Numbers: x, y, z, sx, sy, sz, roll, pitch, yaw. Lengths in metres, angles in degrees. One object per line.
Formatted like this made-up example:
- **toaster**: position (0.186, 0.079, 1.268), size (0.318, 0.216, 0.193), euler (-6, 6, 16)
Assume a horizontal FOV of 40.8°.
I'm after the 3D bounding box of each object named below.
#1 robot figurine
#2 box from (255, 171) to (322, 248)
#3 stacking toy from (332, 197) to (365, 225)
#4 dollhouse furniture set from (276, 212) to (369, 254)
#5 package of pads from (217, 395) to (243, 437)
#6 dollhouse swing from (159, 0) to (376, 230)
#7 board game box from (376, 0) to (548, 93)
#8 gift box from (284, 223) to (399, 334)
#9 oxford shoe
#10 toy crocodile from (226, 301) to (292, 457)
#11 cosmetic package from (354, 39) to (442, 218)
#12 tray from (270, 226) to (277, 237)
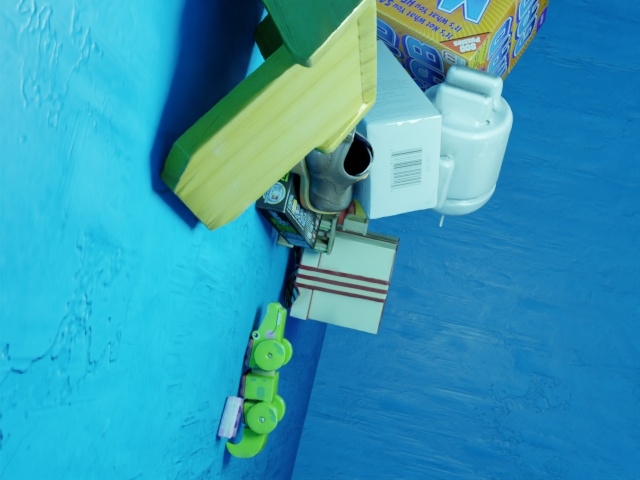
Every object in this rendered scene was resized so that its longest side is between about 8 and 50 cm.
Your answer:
- **robot figurine**: position (0.291, -0.195, 1.839), size (0.300, 0.199, 0.354), euler (-54, 159, -40)
- **box**: position (-0.040, -0.121, 1.687), size (0.270, 0.060, 0.216), euler (55, 49, -70)
- **stacking toy**: position (0.000, 0.000, 2.517), size (0.279, 0.130, 0.309), euler (-142, -115, -68)
- **dollhouse furniture set**: position (0.005, 0.004, 1.954), size (0.161, 0.181, 0.101), euler (-65, 166, -65)
- **package of pads**: position (-0.178, 0.351, 1.709), size (0.050, 0.031, 0.083), euler (81, 23, -78)
- **dollhouse swing**: position (-0.099, -0.235, 1.088), size (0.315, 0.304, 0.347), euler (62, -1, 11)
- **board game box**: position (0.294, -0.550, 2.003), size (0.356, 0.356, 0.356), euler (-55, 163, -9)
- **gift box**: position (0.049, 0.075, 2.152), size (0.276, 0.258, 0.255), euler (-22, 124, -82)
- **oxford shoe**: position (0.033, -0.125, 1.576), size (0.364, 0.132, 0.130), euler (53, 49, -71)
- **toy crocodile**: position (-0.126, 0.298, 1.833), size (0.115, 0.105, 0.341), euler (-21, 119, -82)
- **cosmetic package**: position (0.113, -0.242, 1.784), size (0.385, 0.156, 0.217), euler (-117, -160, -54)
- **tray**: position (-0.056, -0.115, 1.880), size (0.270, 0.030, 0.145), euler (-63, 164, -66)
